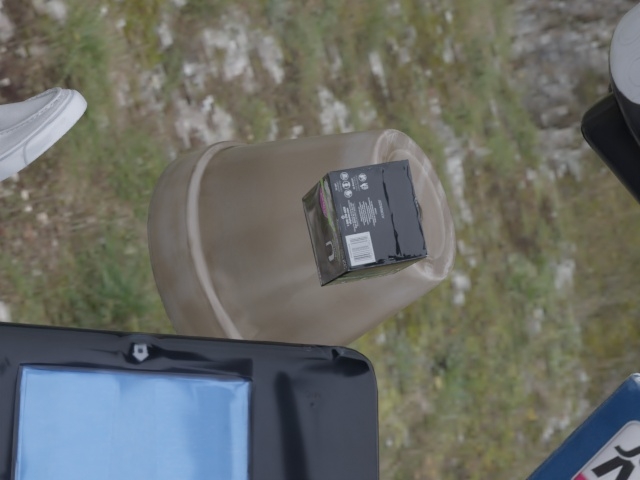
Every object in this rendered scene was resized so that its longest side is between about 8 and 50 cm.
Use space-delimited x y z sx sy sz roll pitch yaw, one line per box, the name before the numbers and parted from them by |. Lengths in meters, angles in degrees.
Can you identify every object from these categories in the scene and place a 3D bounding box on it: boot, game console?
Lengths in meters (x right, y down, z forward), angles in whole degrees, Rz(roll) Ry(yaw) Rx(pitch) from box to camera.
boot | -0.392 -0.121 1.479 0.123 0.258 0.095 56 5 -26
game console | -0.136 0.232 0.957 0.386 0.060 0.342 6 78 -22

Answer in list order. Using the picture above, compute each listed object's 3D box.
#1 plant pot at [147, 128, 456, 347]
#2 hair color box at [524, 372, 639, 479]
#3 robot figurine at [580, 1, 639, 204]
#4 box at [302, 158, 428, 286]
plant pot | 0.000 0.000 1.642 0.323 0.280 0.323 40 39 -44
hair color box | 0.081 0.214 0.615 0.105 0.347 0.174 49 17 24
robot figurine | 0.310 -0.121 0.904 0.173 0.278 0.209 18 54 -31
box | 0.026 -0.009 0.826 0.052 0.083 0.062 -10 84 -12
